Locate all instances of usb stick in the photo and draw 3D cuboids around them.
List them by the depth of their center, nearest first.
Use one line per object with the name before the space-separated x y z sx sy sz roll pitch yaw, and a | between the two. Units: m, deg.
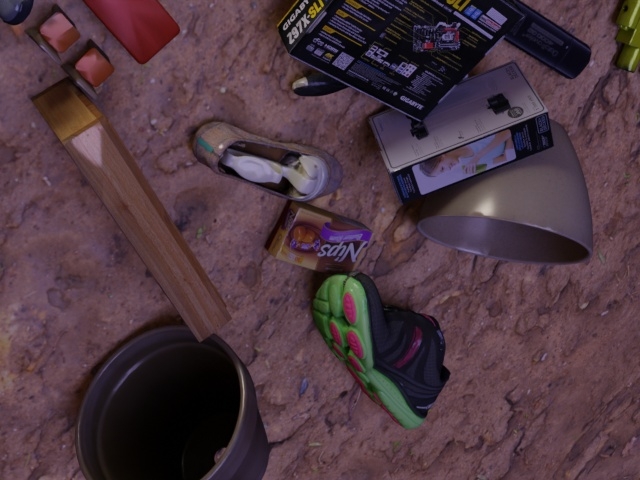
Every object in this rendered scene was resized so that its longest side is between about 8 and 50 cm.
usb stick | 0.425 -0.392 1.717 0.278 0.045 0.077 18 112 -37

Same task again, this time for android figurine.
android figurine | 0.716 -0.474 1.839 0.248 0.056 0.273 8 113 -33

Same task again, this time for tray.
tray | -0.286 -0.044 1.381 0.076 0.203 0.411 -36 128 -10

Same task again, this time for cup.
cup | 0.366 -0.108 1.698 0.331 0.331 0.237 20 76 -37

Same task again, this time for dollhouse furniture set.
dollhouse furniture set | -0.302 -0.362 1.241 0.262 0.135 0.259 -44 129 -3

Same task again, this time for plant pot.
plant pot | -0.229 0.351 1.598 0.323 0.323 0.280 -41 146 -5

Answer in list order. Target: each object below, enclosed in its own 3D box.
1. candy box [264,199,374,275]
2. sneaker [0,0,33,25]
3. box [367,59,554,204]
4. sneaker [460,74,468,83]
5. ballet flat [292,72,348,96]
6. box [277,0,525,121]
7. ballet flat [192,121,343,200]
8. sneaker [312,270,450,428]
candy box | 0.000 0.000 1.673 0.186 0.053 0.109 19 105 -35
sneaker | -0.437 -0.374 1.115 0.083 0.224 0.098 -30 165 30
box | 0.246 -0.194 1.581 0.289 0.169 0.087 -21 135 4
sneaker | 0.182 -0.335 1.594 0.121 0.079 0.217 -29 132 3
ballet flat | 0.025 -0.286 1.543 0.173 0.057 0.049 -18 85 -24
box | 0.132 -0.351 1.426 0.322 0.079 0.257 18 127 -39
ballet flat | -0.073 -0.118 1.530 0.315 0.106 0.108 11 109 -35
sneaker | 0.136 0.195 1.800 0.202 0.185 0.483 -44 139 -12
